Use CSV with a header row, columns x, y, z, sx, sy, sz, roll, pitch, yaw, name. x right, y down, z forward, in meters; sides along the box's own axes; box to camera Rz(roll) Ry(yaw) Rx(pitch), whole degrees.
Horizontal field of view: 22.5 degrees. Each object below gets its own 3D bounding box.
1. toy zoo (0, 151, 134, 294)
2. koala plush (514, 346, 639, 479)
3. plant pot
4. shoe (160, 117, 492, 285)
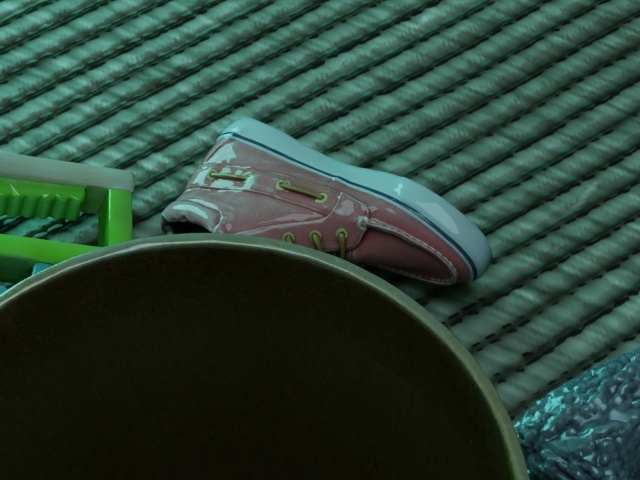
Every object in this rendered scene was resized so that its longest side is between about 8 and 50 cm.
x,y,z,sx,sy,sz,roll,pitch,yaw,name
-0.190,0.076,0.813,0.192,0.030,0.293,7,54,-17,toy zoo
0.212,0.109,0.726,0.203,0.196,0.221,43,67,14,koala plush
-0.040,0.166,0.649,0.237,0.254,0.237,-2,55,2,plant pot
0.000,0.000,0.877,0.178,0.063,0.081,25,62,25,shoe
